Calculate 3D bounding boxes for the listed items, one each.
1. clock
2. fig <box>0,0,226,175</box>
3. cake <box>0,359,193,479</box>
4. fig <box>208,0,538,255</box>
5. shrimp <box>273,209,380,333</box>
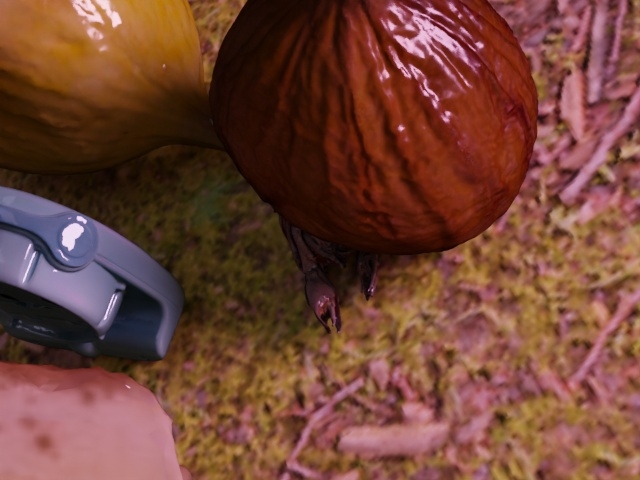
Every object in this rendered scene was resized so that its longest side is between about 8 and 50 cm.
[{"bbox_3d":[-0.140,0.010,0.688,0.108,0.147,0.045,4,67,34],"label":"clock"},{"bbox_3d":[-0.104,-0.092,0.749,0.257,0.159,0.159,26,79,16],"label":"fig"},{"bbox_3d":[-0.168,0.192,0.480,0.282,0.256,0.290,9,59,-12],"label":"cake"},{"bbox_3d":[0.010,-0.085,0.607,0.146,0.201,0.134,13,67,26],"label":"fig"},{"bbox_3d":[0.004,0.000,0.685,0.038,0.029,0.092,-25,59,8],"label":"shrimp"}]
